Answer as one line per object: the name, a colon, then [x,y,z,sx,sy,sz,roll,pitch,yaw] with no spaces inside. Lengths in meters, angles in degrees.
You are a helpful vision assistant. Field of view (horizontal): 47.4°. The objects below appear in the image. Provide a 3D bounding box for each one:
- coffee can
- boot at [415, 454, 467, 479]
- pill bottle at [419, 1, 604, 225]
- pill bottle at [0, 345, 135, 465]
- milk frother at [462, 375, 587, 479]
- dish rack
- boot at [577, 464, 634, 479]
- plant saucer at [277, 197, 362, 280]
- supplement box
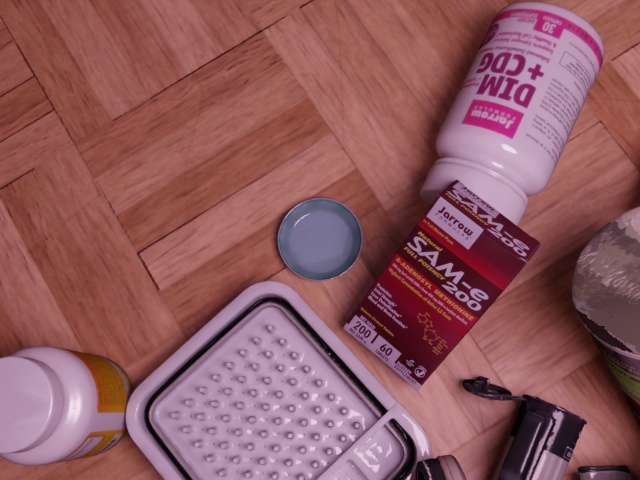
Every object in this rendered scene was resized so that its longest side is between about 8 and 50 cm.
coffee can: [0.422,0.114,0.813,0.201,0.275,0.202,-24,39,21]
boot: [0.028,0.427,0.809,0.284,0.138,0.378,3,91,-1]
pill bottle: [0.252,-0.157,0.976,0.160,0.160,0.283,25,80,9]
pill bottle: [-0.324,0.200,0.886,0.136,0.246,0.136,-1,77,3]
milk frother: [0.237,0.257,0.926,0.143,0.129,0.135,13,73,51]
dish rack: [-0.055,0.251,0.948,0.285,0.072,0.333,-42,78,-5]
boot: [0.314,0.346,0.867,0.246,0.083,0.161,15,67,-23]
plant saucer: [0.000,0.000,1.027,0.119,0.021,0.119,-1,76,4]
supplement box: [0.145,0.059,0.909,0.130,0.073,0.239,39,123,11]
